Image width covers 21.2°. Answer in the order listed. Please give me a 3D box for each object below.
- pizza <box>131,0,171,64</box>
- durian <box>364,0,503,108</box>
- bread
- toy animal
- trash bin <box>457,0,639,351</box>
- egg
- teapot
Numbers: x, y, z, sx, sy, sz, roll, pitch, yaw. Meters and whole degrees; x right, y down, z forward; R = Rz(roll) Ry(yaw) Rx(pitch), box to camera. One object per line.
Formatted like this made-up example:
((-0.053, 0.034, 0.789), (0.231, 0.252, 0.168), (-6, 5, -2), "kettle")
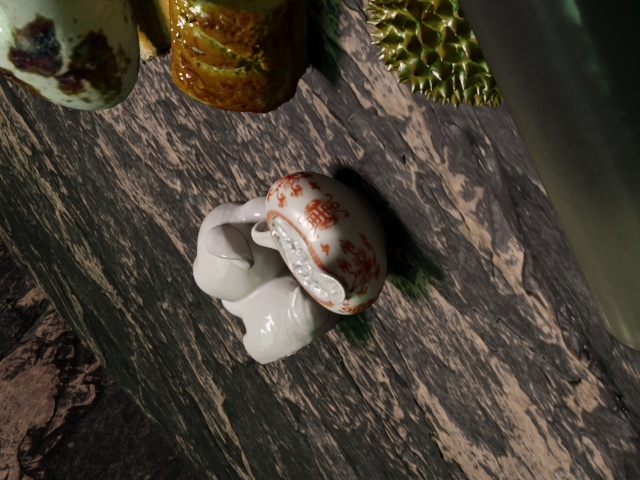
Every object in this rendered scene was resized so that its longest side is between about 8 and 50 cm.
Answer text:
((-0.200, -0.343, 1.796), (0.392, 0.080, 0.435), (37, 155, 52), "pizza")
((0.075, -0.184, 1.251), (0.208, 0.102, 0.146), (63, 169, -2), "durian")
((-0.078, -0.198, 1.602), (0.132, 0.103, 0.172), (14, 153, 5), "bread")
((-0.061, 0.045, 2.007), (0.193, 0.127, 0.178), (63, 161, -13), "toy animal")
((0.183, -0.109, 0.884), (0.252, 0.203, 0.301), (-11, 117, 34), "trash bin")
((-0.280, -0.235, 1.792), (0.231, 0.169, 0.169), (50, 166, -17), "egg")
((0.000, 0.000, 1.782), (0.159, 0.116, 0.245), (50, 164, -20), "teapot")
